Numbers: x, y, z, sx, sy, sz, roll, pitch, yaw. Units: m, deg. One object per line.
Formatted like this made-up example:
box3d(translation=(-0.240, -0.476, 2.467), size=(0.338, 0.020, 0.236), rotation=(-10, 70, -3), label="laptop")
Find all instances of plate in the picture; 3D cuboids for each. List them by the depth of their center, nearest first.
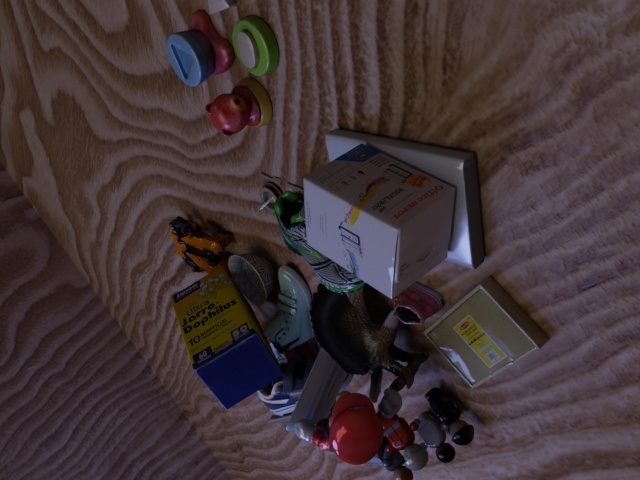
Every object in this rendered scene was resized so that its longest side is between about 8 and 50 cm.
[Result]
box3d(translation=(0.014, 0.367, 1.669), size=(0.045, 0.277, 0.278), rotation=(21, 166, 17), label="plate")

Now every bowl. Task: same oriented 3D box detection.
box3d(translation=(-0.189, 0.099, 1.942), size=(0.170, 0.080, 0.170), rotation=(33, 141, 32), label="bowl")

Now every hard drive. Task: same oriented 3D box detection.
box3d(translation=(0.165, -0.092, 1.326), size=(0.353, 0.047, 0.233), rotation=(20, 133, 44), label="hard drive")

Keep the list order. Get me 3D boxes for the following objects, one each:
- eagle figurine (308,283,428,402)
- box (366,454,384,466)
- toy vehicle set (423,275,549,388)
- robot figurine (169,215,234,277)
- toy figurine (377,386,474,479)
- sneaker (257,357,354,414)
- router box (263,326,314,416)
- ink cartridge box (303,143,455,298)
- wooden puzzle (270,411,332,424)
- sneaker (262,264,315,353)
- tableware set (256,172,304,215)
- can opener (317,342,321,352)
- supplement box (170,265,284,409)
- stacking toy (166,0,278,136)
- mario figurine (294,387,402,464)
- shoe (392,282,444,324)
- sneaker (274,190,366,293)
box3d(translation=(0.113, 0.218, 1.553), size=(0.298, 0.225, 0.226), rotation=(37, 159, 10), label="eagle figurine")
box3d(translation=(0.113, 0.626, 1.981), size=(0.186, 0.038, 0.145), rotation=(33, 152, -17), label="box")
box3d(translation=(0.335, 0.199, 1.370), size=(0.166, 0.035, 0.267), rotation=(49, 148, 11), label="toy vehicle set")
box3d(translation=(-0.380, 0.022, 2.126), size=(0.291, 0.085, 0.211), rotation=(19, 132, 44), label="robot figurine")
box3d(translation=(0.246, 0.484, 1.580), size=(0.148, 0.213, 0.210), rotation=(53, 150, 32), label="toy figurine")
box3d(translation=(-0.057, 0.405, 1.888), size=(0.321, 0.126, 0.127), rotation=(-30, 117, 28), label="sneaker")
box3d(translation=(-0.117, 0.427, 2.141), size=(0.301, 0.082, 0.335), rotation=(54, 148, 3), label="router box")
box3d(translation=(0.109, -0.042, 1.238), size=(0.232, 0.171, 0.168), rotation=(32, 140, 34), label="ink cartridge box")
box3d(translation=(-0.014, 0.563, 2.052), size=(0.221, 0.044, 0.238), rotation=(18, 158, -24), label="wooden puzzle")
box3d(translation=(-0.101, 0.204, 1.853), size=(0.094, 0.151, 0.256), rotation=(17, 130, 48), label="sneaker")
box3d(translation=(-0.096, -0.091, 1.683), size=(0.194, 0.039, 0.128), rotation=(24, 136, 41), label="tableware set")
box3d(translation=(0.012, 0.276, 1.853), size=(0.073, 0.059, 0.186), rotation=(36, 143, 28), label="can opener")
box3d(translation=(-0.280, 0.274, 1.916), size=(0.195, 0.194, 0.356), rotation=(63, 174, -37), label="supplement box")
box3d(translation=(-0.240, -0.412, 1.501), size=(0.309, 0.130, 0.279), rotation=(47, 148, 13), label="stacking toy")
box3d(translation=(0.061, 0.390, 1.460), size=(0.170, 0.198, 0.320), rotation=(35, 162, 6), label="mario figurine")
box3d(translation=(0.183, 0.129, 1.468), size=(0.178, 0.081, 0.063), rotation=(23, 135, 42), label="shoe")
box3d(translation=(0.000, 0.000, 1.462), size=(0.343, 0.134, 0.146), rotation=(32, 162, 43), label="sneaker")
